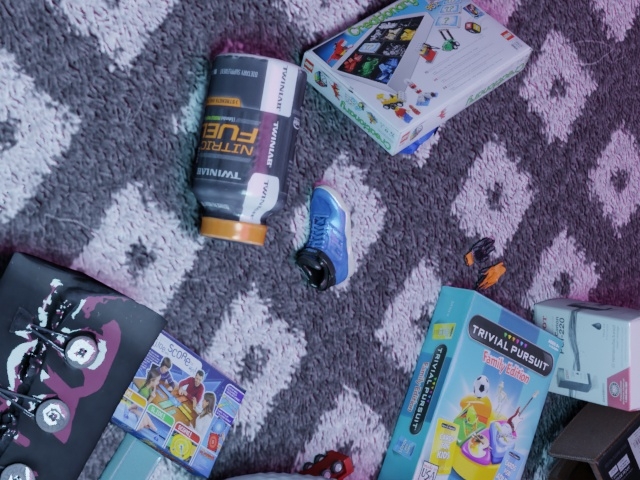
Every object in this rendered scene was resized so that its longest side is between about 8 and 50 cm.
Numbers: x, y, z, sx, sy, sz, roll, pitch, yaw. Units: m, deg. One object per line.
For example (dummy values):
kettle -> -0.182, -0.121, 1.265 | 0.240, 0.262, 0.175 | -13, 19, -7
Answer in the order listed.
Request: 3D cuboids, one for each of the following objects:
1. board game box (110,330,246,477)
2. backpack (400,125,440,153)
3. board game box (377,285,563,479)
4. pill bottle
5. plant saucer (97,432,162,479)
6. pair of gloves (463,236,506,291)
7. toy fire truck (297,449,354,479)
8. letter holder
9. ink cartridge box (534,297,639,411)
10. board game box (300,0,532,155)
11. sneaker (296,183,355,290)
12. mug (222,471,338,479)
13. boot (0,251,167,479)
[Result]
board game box -> -0.199, 0.212, 1.641 | 0.201, 0.035, 0.136 | 42, 61, -35
backpack -> 0.142, -0.200, 1.857 | 0.120, 0.101, 0.098 | -53, 131, -27
board game box -> 0.253, 0.277, 2.016 | 0.254, 0.079, 0.336 | 28, 77, -39
pill bottle -> -0.099, -0.118, 1.639 | 0.130, 0.130, 0.245 | 11, 88, -41
plant saucer -> -0.276, 0.347, 1.613 | 0.067, 0.018, 0.192 | 45, 68, -34
pair of gloves -> 0.275, 0.040, 2.054 | 0.074, 0.010, 0.083 | -37, 114, -30
toy fire truck -> 0.013, 0.394, 1.844 | 0.192, 0.047, 0.135 | -29, 114, -34
letter holder -> 0.519, 0.346, 2.170 | 0.302, 0.214, 0.152 | -37, 110, -30
ink cartridge box -> 0.473, 0.192, 2.103 | 0.092, 0.218, 0.158 | -7, 99, -34
board game box -> 0.144, -0.264, 1.802 | 0.305, 0.193, 0.053 | -34, 157, -33
sneaker -> 0.001, 0.000, 1.783 | 0.084, 0.058, 0.152 | -32, 121, -43
mug -> -0.023, 0.494, 1.620 | 0.328, 0.276, 0.374 | 19, 64, 0
boot -> -0.303, 0.278, 1.479 | 0.367, 0.146, 0.445 | 30, 72, -27
